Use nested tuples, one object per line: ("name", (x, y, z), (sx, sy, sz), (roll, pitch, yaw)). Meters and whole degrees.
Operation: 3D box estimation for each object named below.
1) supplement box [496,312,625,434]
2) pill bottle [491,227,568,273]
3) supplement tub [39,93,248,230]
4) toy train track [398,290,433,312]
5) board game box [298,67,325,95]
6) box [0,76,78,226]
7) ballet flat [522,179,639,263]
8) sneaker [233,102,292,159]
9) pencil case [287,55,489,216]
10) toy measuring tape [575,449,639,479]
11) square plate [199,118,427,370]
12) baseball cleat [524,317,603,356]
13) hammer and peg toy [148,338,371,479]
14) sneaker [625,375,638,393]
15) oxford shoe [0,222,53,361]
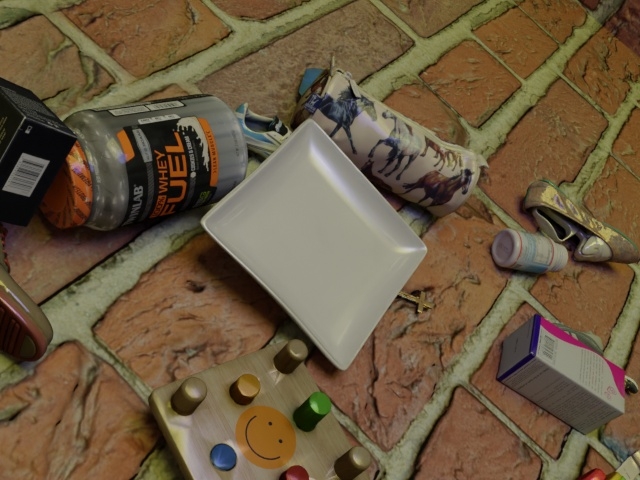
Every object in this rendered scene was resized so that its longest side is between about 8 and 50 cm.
("supplement box", (0.470, 0.261, 1.449), (0.220, 0.114, 0.111), (32, 43, -5))
("pill bottle", (0.468, 0.027, 1.659), (0.160, 0.087, 0.087), (11, 50, -26))
("supplement tub", (-0.292, -0.128, 1.213), (0.316, 0.193, 0.193), (-20, 68, -41))
("toy train track", (0.179, 0.116, 1.451), (0.083, 0.014, 0.048), (23, 53, -8))
("board game box", (0.014, -0.327, 1.695), (0.133, 0.033, 0.168), (22, 42, -9))
("box", (-0.447, -0.130, 1.048), (0.158, 0.156, 0.093), (40, 12, 32))
("ballet flat", (0.618, -0.016, 1.800), (0.316, 0.107, 0.106), (36, 63, 5))
("sneaker", (-0.075, -0.192, 1.486), (0.237, 0.086, 0.085), (27, 43, -14))
("pencil case", (0.143, -0.206, 1.571), (0.411, 0.183, 0.159), (28, 44, -12))
("toy measuring tape", (0.541, 0.446, 1.343), (0.330, 0.121, 0.121), (-17, 66, -41))
("square plate", (0.000, 0.000, 1.323), (0.347, 0.049, 0.344), (47, 50, -9))
("baseball cleat", (0.510, 0.227, 1.535), (0.206, 0.072, 0.109), (10, 57, -22))
("hammer and peg toy", (-0.059, 0.328, 1.037), (0.266, 0.127, 0.361), (-14, 64, -40))
("sneaker", (0.638, 0.302, 1.589), (0.083, 0.031, 0.035), (40, 57, 8))
("oxford shoe", (-0.473, 0.016, 1.031), (0.348, 0.123, 0.130), (46, 40, 6))
